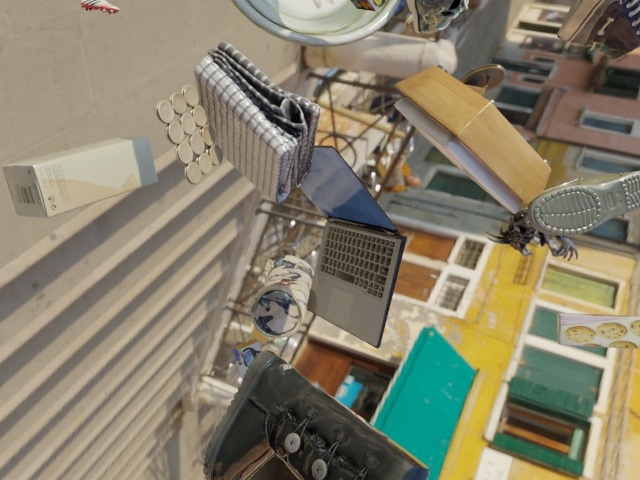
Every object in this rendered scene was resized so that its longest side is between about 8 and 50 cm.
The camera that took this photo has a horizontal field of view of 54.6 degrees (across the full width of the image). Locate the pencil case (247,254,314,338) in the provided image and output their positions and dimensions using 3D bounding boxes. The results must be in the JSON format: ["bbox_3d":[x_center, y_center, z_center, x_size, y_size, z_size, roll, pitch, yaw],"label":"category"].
[{"bbox_3d":[-0.122,0.172,2.002,0.410,0.183,0.160,-74,177,-76],"label":"pencil case"}]

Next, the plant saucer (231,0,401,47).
[{"bbox_3d":[-0.021,-0.567,1.297,0.100,0.400,0.401,130,-17,-74],"label":"plant saucer"}]

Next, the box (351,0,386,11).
[{"bbox_3d":[0.059,-0.444,1.076,0.027,0.094,0.137,-43,-156,8],"label":"box"}]

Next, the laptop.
[{"bbox_3d":[0.000,0.000,1.494,0.236,0.382,0.408,12,92,-27],"label":"laptop"}]

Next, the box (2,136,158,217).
[{"bbox_3d":[-0.558,-0.157,1.471,0.311,0.148,0.121,-28,115,-47],"label":"box"}]

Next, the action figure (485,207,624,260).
[{"bbox_3d":[0.505,-0.023,1.329,0.141,0.275,0.164,65,17,-4],"label":"action figure"}]

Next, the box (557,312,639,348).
[{"bbox_3d":[0.642,0.182,1.230,0.063,0.323,0.067,7,84,-72],"label":"box"}]

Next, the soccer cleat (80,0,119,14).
[{"bbox_3d":[-0.450,-0.485,1.267,0.029,0.083,0.036,3,99,-80],"label":"soccer cleat"}]

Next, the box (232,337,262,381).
[{"bbox_3d":[-0.200,0.364,1.814,0.028,0.081,0.136,51,16,-69],"label":"box"}]

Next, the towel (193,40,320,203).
[{"bbox_3d":[-0.120,-0.218,1.167,0.121,0.235,0.284,-43,171,-17],"label":"towel"}]

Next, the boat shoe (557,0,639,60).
[{"bbox_3d":[0.625,-0.493,1.257,0.127,0.158,0.340,-63,176,-7],"label":"boat shoe"}]

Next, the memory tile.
[{"bbox_3d":[-0.216,-0.177,1.035,0.113,0.012,0.148,-56,133,-49],"label":"memory tile"}]

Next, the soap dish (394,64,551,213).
[{"bbox_3d":[0.295,-0.195,1.189,0.290,0.229,0.118,31,106,-38],"label":"soap dish"}]

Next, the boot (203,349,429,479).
[{"bbox_3d":[-0.030,0.501,1.325,0.146,0.445,0.367,2,113,-55],"label":"boot"}]

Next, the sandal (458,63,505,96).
[{"bbox_3d":[0.383,-0.391,1.634,0.090,0.219,0.060,43,34,-55],"label":"sandal"}]

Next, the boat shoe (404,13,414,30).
[{"bbox_3d":[0.292,-0.589,1.649,0.050,0.135,0.045,64,6,-53],"label":"boat shoe"}]

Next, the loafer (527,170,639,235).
[{"bbox_3d":[0.498,-0.071,1.173,0.087,0.251,0.094,-149,-133,-76],"label":"loafer"}]

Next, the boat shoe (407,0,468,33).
[{"bbox_3d":[0.263,-0.503,1.336,0.116,0.099,0.319,-68,166,11],"label":"boat shoe"}]
